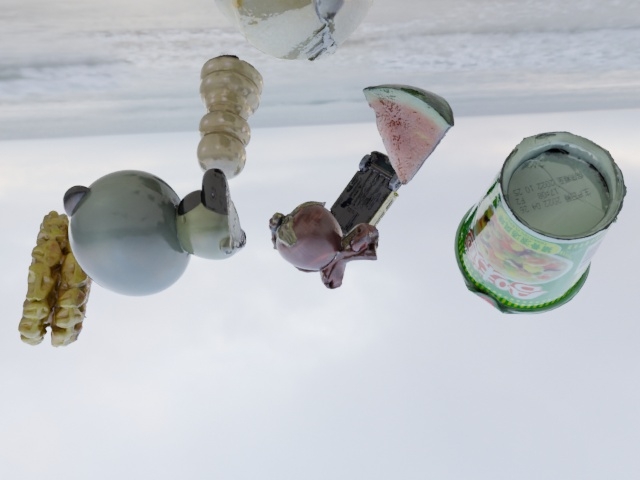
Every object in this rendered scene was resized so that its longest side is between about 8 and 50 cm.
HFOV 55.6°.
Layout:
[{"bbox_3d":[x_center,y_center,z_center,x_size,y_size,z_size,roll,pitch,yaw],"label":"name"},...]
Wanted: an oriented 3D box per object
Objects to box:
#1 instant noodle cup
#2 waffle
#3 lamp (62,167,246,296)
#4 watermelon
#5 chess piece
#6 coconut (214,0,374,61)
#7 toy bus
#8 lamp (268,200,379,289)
[{"bbox_3d":[0.295,-0.022,0.819,0.207,0.206,0.232,-2,160,4],"label":"instant noodle cup"},{"bbox_3d":[-0.617,0.089,1.440,0.151,0.323,0.261,11,150,-27],"label":"waffle"},{"bbox_3d":[-0.243,-0.015,0.896,0.244,0.197,0.197,-9,-169,3],"label":"lamp"},{"bbox_3d":[0.195,-0.218,1.165,0.136,0.202,0.207,-32,-142,-19],"label":"watermelon"},{"bbox_3d":[-0.203,-0.247,1.281,0.143,0.260,0.142,4,153,2],"label":"chess piece"},{"bbox_3d":[-0.044,-0.481,1.067,0.323,0.322,0.323,-3,-169,1],"label":"coconut"},{"bbox_3d":[0.135,-0.111,1.912,0.145,0.331,0.151,35,178,24],"label":"toy bus"},{"bbox_3d":[-0.001,-0.009,1.381,0.223,0.215,0.151,27,-137,-23],"label":"lamp"}]
